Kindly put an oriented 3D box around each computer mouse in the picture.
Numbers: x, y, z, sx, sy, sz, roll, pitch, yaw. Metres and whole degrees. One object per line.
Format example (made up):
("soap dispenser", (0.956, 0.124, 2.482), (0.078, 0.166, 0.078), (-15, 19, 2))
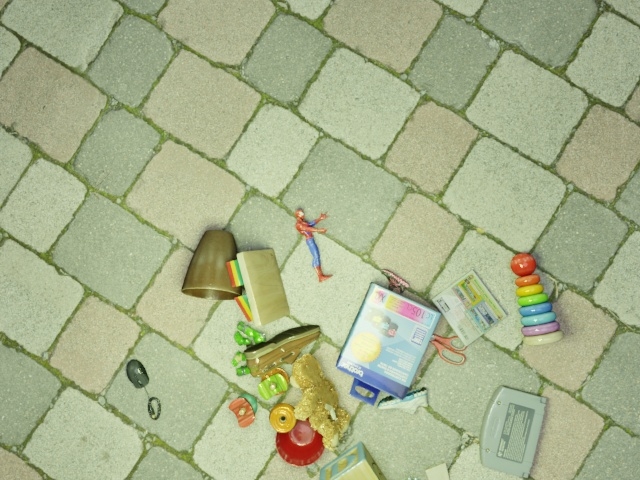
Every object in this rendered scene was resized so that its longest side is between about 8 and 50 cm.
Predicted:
("computer mouse", (-0.660, 0.558, 1.880), (0.071, 0.041, 0.242), (-27, 87, -1))

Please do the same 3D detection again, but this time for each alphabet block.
("alphabet block", (0.126, 0.870, 1.771), (0.193, 0.192, 0.197), (-34, 87, 1))

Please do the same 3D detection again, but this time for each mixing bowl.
("mixing bowl", (-0.069, 0.710, 1.829), (0.181, 0.098, 0.182), (0, 87, 1))

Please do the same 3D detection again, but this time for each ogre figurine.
("ogre figurine", (-0.258, 0.403, 1.859), (0.118, 0.097, 0.197), (0, 71, 19))

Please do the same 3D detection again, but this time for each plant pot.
("plant pot", (-0.382, 0.085, 1.836), (0.215, 0.215, 0.230), (3, 73, 1))

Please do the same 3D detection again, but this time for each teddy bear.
("teddy bear", (-0.011, 0.568, 1.772), (0.113, 0.245, 0.338), (-26, 109, 34))

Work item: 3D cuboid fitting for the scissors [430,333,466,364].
("scissors", (0.408, 0.369, 1.879), (0.297, 0.021, 0.109), (22, 87, 2))

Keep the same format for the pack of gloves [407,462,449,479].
("pack of gloves", (0.396, 0.951, 1.844), (0.195, 0.046, 0.232), (-17, 89, -11))

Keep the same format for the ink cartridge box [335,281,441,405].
("ink cartridge box", (0.227, 0.384, 1.814), (0.270, 0.151, 0.396), (23, 89, 7))

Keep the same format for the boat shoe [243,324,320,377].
("boat shoe", (-0.129, 0.394, 1.813), (0.307, 0.110, 0.104), (-17, 96, -28))

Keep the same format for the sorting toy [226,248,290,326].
("sorting toy", (-0.226, 0.169, 1.799), (0.089, 0.257, 0.256), (-16, 86, 18))

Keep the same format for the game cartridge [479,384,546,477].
("game cartridge", (0.692, 0.691, 1.839), (0.198, 0.062, 0.297), (15, 87, 6))

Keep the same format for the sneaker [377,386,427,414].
("sneaker", (0.305, 0.603, 1.845), (0.190, 0.071, 0.083), (-14, 92, 1))

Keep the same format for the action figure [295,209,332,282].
("action figure", (0.000, 0.000, 1.877), (0.139, 0.091, 0.280), (-26, 87, 6))

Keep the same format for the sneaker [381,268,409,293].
("sneaker", (0.271, 0.155, 1.887), (0.119, 0.047, 0.057), (35, 99, 4))

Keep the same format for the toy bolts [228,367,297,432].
("toy bolts", (-0.196, 0.587, 1.811), (0.228, 0.158, 0.218), (-25, 88, 0))

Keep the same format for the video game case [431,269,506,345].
("video game case", (0.552, 0.250, 1.874), (0.193, 0.023, 0.212), (-35, 84, -5))

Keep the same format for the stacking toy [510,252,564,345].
("stacking toy", (0.769, 0.207, 1.832), (0.141, 0.141, 0.330), (-13, 82, 0))
